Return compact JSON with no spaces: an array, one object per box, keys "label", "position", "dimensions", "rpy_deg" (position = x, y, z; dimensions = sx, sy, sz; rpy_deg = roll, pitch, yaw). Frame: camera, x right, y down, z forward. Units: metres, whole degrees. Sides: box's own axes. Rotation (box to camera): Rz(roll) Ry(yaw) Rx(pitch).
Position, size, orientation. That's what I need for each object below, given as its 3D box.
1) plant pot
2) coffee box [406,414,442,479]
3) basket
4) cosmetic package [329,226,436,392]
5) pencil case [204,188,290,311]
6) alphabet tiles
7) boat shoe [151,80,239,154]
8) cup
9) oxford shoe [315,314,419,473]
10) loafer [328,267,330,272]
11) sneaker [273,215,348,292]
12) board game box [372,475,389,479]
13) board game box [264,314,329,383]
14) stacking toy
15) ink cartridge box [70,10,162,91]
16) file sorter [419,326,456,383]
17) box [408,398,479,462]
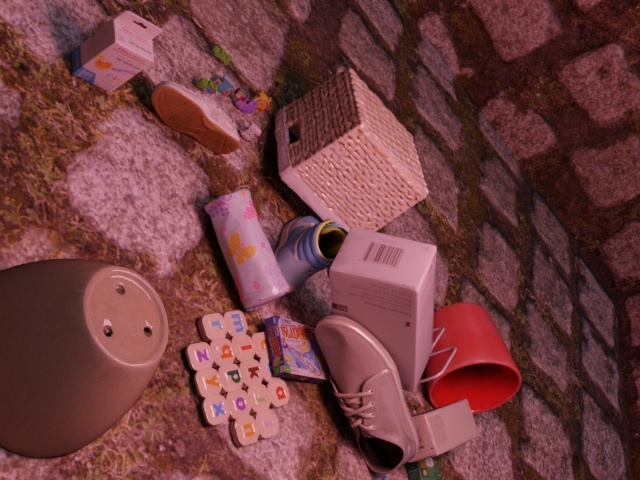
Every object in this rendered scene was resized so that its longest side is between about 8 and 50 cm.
[{"label":"plant pot","position":[0.421,0.333,2.443],"dimensions":[0.275,0.275,0.243],"rpy_deg":[36,31,-38]},{"label":"coffee box","position":[0.262,0.556,2.230],"dimensions":[0.113,0.040,0.184],"rpy_deg":[16,56,-52]},{"label":"basket","position":[0.076,-0.229,2.245],"dimensions":[0.331,0.266,0.328],"rpy_deg":[42,25,-32]},{"label":"cosmetic package","position":[0.151,0.169,1.991],"dimensions":[0.385,0.217,0.156],"rpy_deg":[83,27,-43]},{"label":"pencil case","position":[-0.166,0.019,1.910],"dimensions":[0.273,0.113,0.124],"rpy_deg":[67,12,3]},{"label":"alphabet tiles","position":[-0.174,0.290,1.791],"dimensions":[0.278,0.021,0.284],"rpy_deg":[-3,71,-56]},{"label":"boat shoe","position":[-0.294,-0.303,1.971],"dimensions":[0.277,0.098,0.096],"rpy_deg":[38,39,-50]},{"label":"cup","position":[-0.387,0.162,1.362],"dimensions":[0.331,0.237,0.331],"rpy_deg":[35,43,-40]},{"label":"oxford shoe","position":[0.107,0.374,1.988],"dimensions":[0.130,0.169,0.449],"rpy_deg":[-47,120,-45]},{"label":"loafer","position":[0.100,0.028,2.321],"dimensions":[0.096,0.084,0.267],"rpy_deg":[51,34,-21]},{"label":"sneaker","position":[0.000,0.000,2.066],"dimensions":[0.127,0.208,0.319],"rpy_deg":[52,27,-16]},{"label":"board game box","position":[0.146,0.681,1.962],"dimensions":[0.160,0.047,0.210],"rpy_deg":[58,32,-10]},{"label":"board game box","position":[-0.052,0.257,1.957],"dimensions":[0.201,0.035,0.136],"rpy_deg":[24,49,-58]},{"label":"stacking toy","position":[-0.223,-0.377,2.172],"dimensions":[0.221,0.052,0.167],"rpy_deg":[44,35,-27]},{"label":"ink cartridge box","position":[-0.422,-0.392,1.753],"dimensions":[0.104,0.181,0.061],"rpy_deg":[21,52,-48]},{"label":"file sorter","position":[0.214,0.236,2.261],"dimensions":[0.278,0.173,0.193],"rpy_deg":[60,31,-6]},{"label":"box","position":[0.312,0.498,2.214],"dimensions":[0.275,0.094,0.113],"rpy_deg":[4,65,-57]}]
